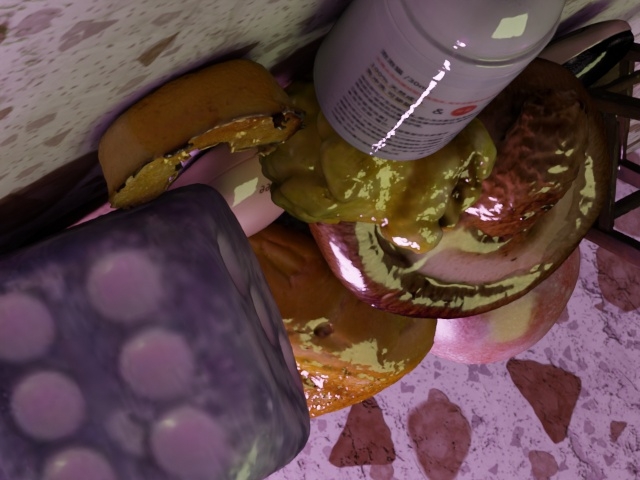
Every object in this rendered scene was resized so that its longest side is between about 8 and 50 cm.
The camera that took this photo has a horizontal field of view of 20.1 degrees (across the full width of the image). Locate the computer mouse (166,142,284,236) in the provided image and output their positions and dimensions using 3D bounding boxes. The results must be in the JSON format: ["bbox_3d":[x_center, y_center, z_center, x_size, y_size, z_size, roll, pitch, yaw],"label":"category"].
[{"bbox_3d":[-0.096,-0.041,1.857,0.145,0.082,0.236,-26,171,-36],"label":"computer mouse"}]

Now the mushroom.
[{"bbox_3d":[0.148,-0.061,1.913,0.345,0.345,0.239,-34,-152,26],"label":"mushroom"}]

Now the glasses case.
[{"bbox_3d":[0.256,-0.186,2.280,0.314,0.075,0.122,-31,177,24],"label":"glasses case"}]

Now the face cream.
[{"bbox_3d":[0.114,-0.190,1.405,0.145,0.145,0.369,-27,172,-24],"label":"face cream"}]

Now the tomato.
[{"bbox_3d":[0.197,0.030,2.322,0.270,0.270,0.227,-32,-169,15],"label":"tomato"}]

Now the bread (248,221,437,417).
[{"bbox_3d":[-0.053,0.114,2.131,0.337,0.328,0.148,-30,-140,57],"label":"bread"}]

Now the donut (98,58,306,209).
[{"bbox_3d":[-0.104,-0.093,1.492,0.181,0.078,0.146,-23,172,-4],"label":"donut"}]

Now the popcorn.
[{"bbox_3d":[0.058,-0.083,1.666,0.200,0.203,0.226,-33,179,22],"label":"popcorn"}]

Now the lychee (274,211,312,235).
[{"bbox_3d":[0.000,0.000,2.231,0.197,0.165,0.165,-10,175,7],"label":"lychee"}]

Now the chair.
[{"bbox_3d":[0.351,-0.168,2.490,0.203,0.416,0.240,-26,128,-32],"label":"chair"}]

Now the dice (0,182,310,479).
[{"bbox_3d":[-0.176,0.112,1.653,0.270,0.270,0.271,-21,-176,5],"label":"dice"}]
